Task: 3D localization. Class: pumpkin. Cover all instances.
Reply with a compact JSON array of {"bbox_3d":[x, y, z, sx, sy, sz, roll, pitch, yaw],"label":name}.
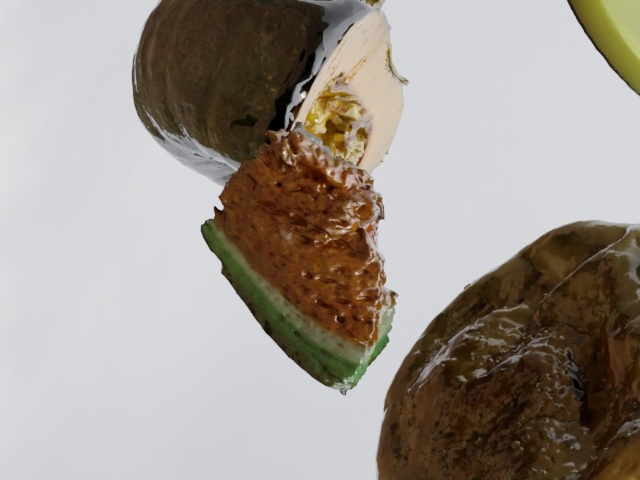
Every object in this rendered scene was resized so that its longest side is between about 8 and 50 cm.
[{"bbox_3d":[-0.051,-0.167,1.592,0.242,0.232,0.325,-53,164,-10],"label":"pumpkin"}]

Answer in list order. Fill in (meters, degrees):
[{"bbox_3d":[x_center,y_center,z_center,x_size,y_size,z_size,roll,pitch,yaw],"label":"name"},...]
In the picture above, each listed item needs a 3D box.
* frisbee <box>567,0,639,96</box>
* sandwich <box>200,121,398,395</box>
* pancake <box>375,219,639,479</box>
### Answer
[{"bbox_3d":[0.221,-0.164,0.922,0.017,0.236,0.236,-28,-131,60],"label":"frisbee"},{"bbox_3d":[0.006,0.007,1.344,0.160,0.185,0.109,-50,168,31],"label":"sandwich"},{"bbox_3d":[0.196,0.125,1.483,0.387,0.082,0.387,-30,-148,22],"label":"pancake"}]
